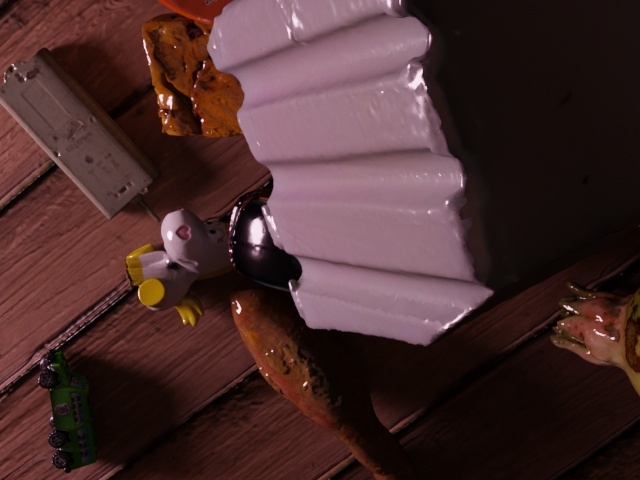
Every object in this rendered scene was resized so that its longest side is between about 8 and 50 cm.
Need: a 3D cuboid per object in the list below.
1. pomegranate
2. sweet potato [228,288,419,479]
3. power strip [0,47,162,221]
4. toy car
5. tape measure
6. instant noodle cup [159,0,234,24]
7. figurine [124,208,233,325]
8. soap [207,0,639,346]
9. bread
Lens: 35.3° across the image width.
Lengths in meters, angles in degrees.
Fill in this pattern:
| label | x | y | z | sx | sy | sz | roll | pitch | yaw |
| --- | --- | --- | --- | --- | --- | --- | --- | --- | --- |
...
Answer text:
| label | x | y | z | sx | sy | sz | roll | pitch | yaw |
| --- | --- | --- | --- | --- | --- | --- | --- | --- | --- |
| pomegranate | 0.429 | 0.130 | 1.235 | 0.276 | 0.204 | 0.222 | -8 | 124 | 9 |
| sweet potato | 0.018 | 0.204 | 1.323 | 0.109 | 0.109 | 0.385 | -38 | 101 | 11 |
| power strip | -0.297 | -0.122 | 1.283 | 0.092 | 0.034 | 0.268 | -40 | 99 | 11 |
| toy car | -0.341 | 0.228 | 1.359 | 0.062 | 0.071 | 0.165 | -8 | 104 | -11 |
| tape measure | 0.000 | 0.000 | 1.219 | 0.223 | 0.202 | 0.135 | 3 | 102 | -4 |
| instant noodle cup | -0.096 | -0.372 | 1.130 | 0.250 | 0.192 | 0.250 | 0 | 105 | 2 |
| figurine | -0.166 | 0.020 | 1.296 | 0.129 | 0.109 | 0.178 | 35 | 104 | -34 |
| soap | 0.092 | -0.100 | 0.909 | 0.213 | 0.435 | 0.350 | -19 | 97 | -20 |
| bread | -0.121 | -0.200 | 1.197 | 0.149 | 0.158 | 0.143 | -3 | 109 | 2 |
